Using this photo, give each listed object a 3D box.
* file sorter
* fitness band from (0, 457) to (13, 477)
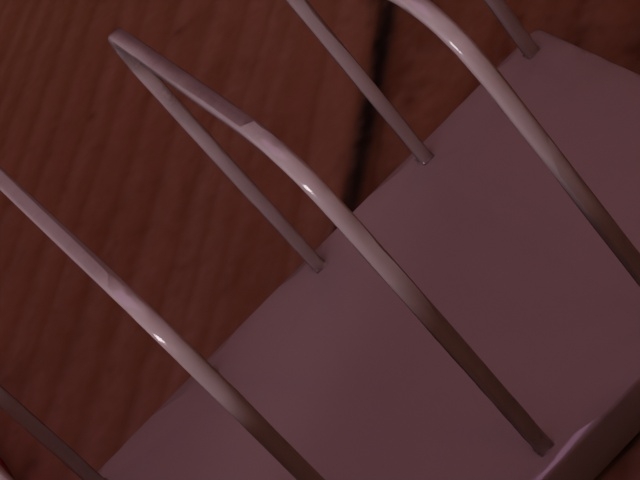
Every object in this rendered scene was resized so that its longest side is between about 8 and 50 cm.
[{"bbox_3d":[0.000,0.000,0.650,0.278,0.173,0.193,-46,33,-4],"label":"file sorter"},{"bbox_3d":[-0.252,0.156,0.838,0.291,0.054,0.209,10,59,49],"label":"fitness band"}]
